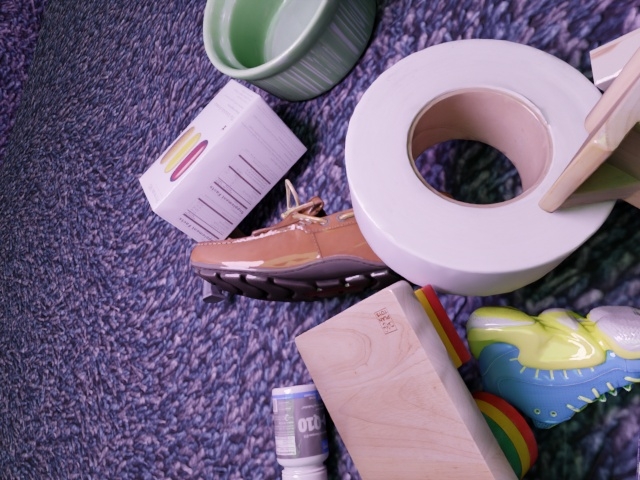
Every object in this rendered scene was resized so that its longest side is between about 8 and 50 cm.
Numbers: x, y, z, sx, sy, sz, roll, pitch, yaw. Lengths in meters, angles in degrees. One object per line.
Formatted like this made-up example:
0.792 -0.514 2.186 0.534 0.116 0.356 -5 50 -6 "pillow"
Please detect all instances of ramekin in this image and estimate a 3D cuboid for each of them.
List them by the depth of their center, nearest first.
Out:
-0.050 -0.400 0.783 0.303 0.148 0.304 -9 75 34 "ramekin"

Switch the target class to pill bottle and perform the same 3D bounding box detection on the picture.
-0.029 0.286 0.657 0.078 0.078 0.137 -18 70 32 "pill bottle"

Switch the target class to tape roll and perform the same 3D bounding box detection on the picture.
0.172 -0.084 0.507 0.285 0.100 0.287 -3 68 7 "tape roll"

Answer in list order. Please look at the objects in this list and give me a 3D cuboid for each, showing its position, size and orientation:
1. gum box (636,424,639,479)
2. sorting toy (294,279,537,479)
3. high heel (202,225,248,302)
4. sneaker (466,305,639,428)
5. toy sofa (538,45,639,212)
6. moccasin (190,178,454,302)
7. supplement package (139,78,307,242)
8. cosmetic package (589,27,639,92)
0.386 0.242 0.386 0.184 0.041 0.157 3 82 36 "gum box"
0.105 0.188 0.515 0.256 0.089 0.257 62 148 10 "sorting toy"
-0.120 -0.014 0.792 0.261 0.093 0.186 -24 57 26 "high heel"
0.281 0.137 0.474 0.239 0.091 0.126 0 98 36 "sneaker"
0.373 -0.021 0.310 0.362 0.150 0.177 37 88 18 "toy sofa"
-0.001 -0.001 0.622 0.379 0.139 0.147 -10 65 18 "moccasin"
-0.170 -0.130 0.769 0.244 0.134 0.139 -47 42 1 "supplement package"
0.335 -0.184 0.429 0.115 0.060 0.041 -15 73 51 "cosmetic package"
